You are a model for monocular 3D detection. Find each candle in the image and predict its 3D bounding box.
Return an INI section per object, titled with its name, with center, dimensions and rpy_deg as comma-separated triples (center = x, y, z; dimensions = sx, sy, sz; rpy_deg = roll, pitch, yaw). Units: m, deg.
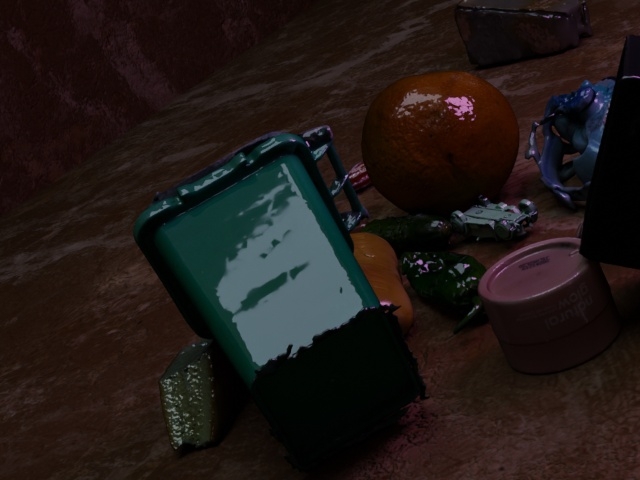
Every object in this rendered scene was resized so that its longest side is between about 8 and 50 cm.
[candle]
center = 0.183, -0.180, 2.356
dimensions = 0.329, 0.051, 0.048
rpy_deg = -29, 17, -9

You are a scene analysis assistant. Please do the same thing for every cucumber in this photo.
[cucumber]
center = 0.128, -0.009, 1.968
dimensions = 0.069, 0.069, 0.227
rpy_deg = -37, 19, -29

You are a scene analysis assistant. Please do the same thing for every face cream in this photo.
[face cream]
center = 0.275, 0.077, 1.493
dimensions = 0.149, 0.104, 0.149
rpy_deg = -22, 20, 8

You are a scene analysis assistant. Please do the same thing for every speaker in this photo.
[speaker]
center = 0.446, -0.084, 1.422
dimensions = 0.254, 0.232, 0.184
rpy_deg = 12, 29, 9

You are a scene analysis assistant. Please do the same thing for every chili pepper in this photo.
[chili pepper]
center = 0.180, 0.058, 1.721
dimensions = 0.100, 0.074, 0.257
rpy_deg = -21, 13, -12

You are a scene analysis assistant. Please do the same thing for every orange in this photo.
[orange]
center = 0.195, -0.158, 2.000
dimensions = 0.264, 0.264, 0.264
rpy_deg = -23, 19, 8

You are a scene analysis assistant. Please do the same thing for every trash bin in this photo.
[trash bin]
center = -0.029, 0.065, 1.566
dimensions = 0.295, 0.259, 0.381
rpy_deg = -30, 43, -4

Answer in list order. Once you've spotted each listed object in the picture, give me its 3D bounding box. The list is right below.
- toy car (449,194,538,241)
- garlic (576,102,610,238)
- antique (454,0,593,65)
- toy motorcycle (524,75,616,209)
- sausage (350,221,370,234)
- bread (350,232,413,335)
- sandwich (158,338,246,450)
[toy car]
center = 0.262, -0.029, 1.866
dimensions = 0.073, 0.054, 0.143
rpy_deg = -33, 22, -27
[garlic]
center = 0.424, -0.107, 1.661
dimensions = 0.256, 0.207, 0.207
rpy_deg = -24, 18, 27
[antique]
center = 0.442, -0.462, 2.666
dimensions = 0.284, 0.150, 0.125
rpy_deg = 5, 34, 41
[toy motorcycle]
center = 0.419, -0.150, 1.875
dimensions = 0.206, 0.154, 0.260
rpy_deg = -47, 21, 10
[sausage]
center = 0.000, 0.000, 2.150
dimensions = 0.223, 0.029, 0.029
rpy_deg = -14, 22, 30
[bread]
center = 0.052, 0.071, 1.817
dimensions = 0.142, 0.091, 0.305
rpy_deg = -19, 20, 4
[sandwich]
center = -0.159, 0.193, 1.759
dimensions = 0.094, 0.096, 0.258
rpy_deg = -25, 16, 20
